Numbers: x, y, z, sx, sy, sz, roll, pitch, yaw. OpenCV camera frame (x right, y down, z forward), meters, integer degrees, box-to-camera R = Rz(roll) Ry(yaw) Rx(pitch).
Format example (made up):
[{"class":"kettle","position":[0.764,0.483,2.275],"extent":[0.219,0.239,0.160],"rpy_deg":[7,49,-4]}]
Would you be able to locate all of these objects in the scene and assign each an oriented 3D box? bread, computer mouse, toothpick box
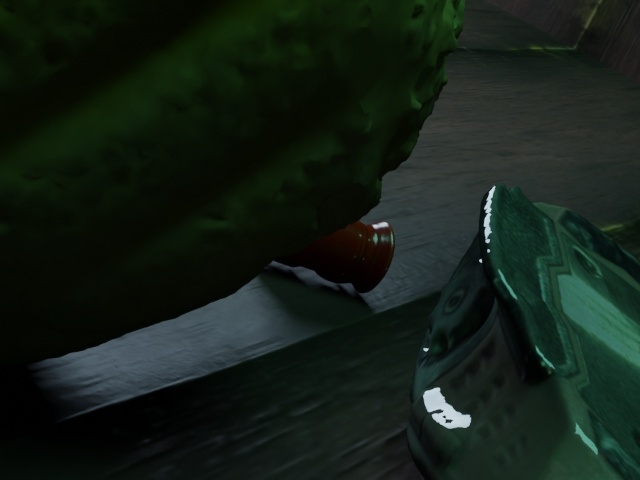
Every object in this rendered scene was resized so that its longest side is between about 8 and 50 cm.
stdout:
[{"class":"bread","position":[-0.102,-0.103,0.720],"extent":[0.321,0.320,0.237],"rpy_deg":[22,6,-14]},{"class":"computer mouse","position":[0.120,0.113,0.780],"extent":[0.199,0.115,0.389],"rpy_deg":[32,25,-16]},{"class":"toothpick box","position":[0.000,0.000,1.049],"extent":[0.083,0.047,0.047],"rpy_deg":[19,17,-26]}]
